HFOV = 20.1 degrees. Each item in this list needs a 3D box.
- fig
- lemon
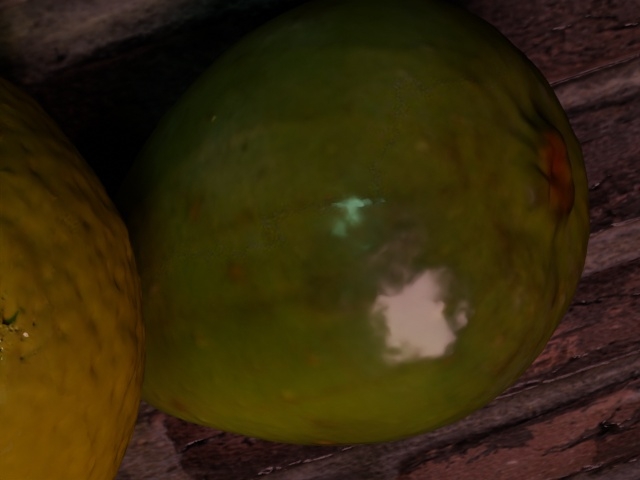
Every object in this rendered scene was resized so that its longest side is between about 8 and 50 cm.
[{"bbox_3d":[0.000,0.000,1.065,0.326,0.258,0.258,-25,149,36],"label":"fig"},{"bbox_3d":[-0.244,0.054,0.947,0.336,0.336,0.336,-14,145,-10],"label":"lemon"}]
